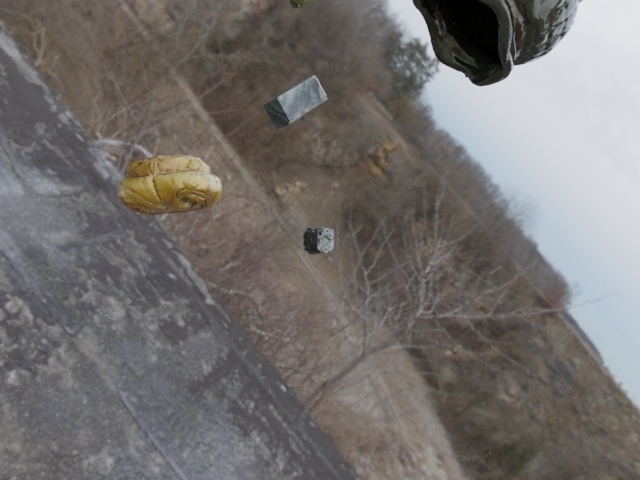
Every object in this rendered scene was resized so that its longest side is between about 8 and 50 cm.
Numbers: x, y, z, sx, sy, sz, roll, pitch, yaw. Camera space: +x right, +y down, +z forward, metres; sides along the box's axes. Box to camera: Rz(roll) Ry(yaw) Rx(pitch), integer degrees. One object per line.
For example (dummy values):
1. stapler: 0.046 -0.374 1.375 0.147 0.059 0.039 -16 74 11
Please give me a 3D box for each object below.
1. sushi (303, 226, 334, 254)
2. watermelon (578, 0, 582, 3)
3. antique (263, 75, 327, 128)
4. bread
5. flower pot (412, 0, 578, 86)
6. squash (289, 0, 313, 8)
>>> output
1. sushi: -0.001 0.000 1.976 0.098 0.084 0.094 14 78 -44
2. watermelon: 0.656 -0.732 1.746 0.387 0.258 0.229 122 -45 -71
3. antique: -0.071 -0.425 1.804 0.088 0.183 0.086 -7 -62 54
4. bread: -0.354 -0.127 1.406 0.198 0.235 0.120 58 26 -81
5. flower pot: 0.334 -0.472 1.145 0.302 0.213 0.302 50 -8 9
6. squash: -0.045 -0.585 1.383 0.105 0.132 0.105 16 58 -27
